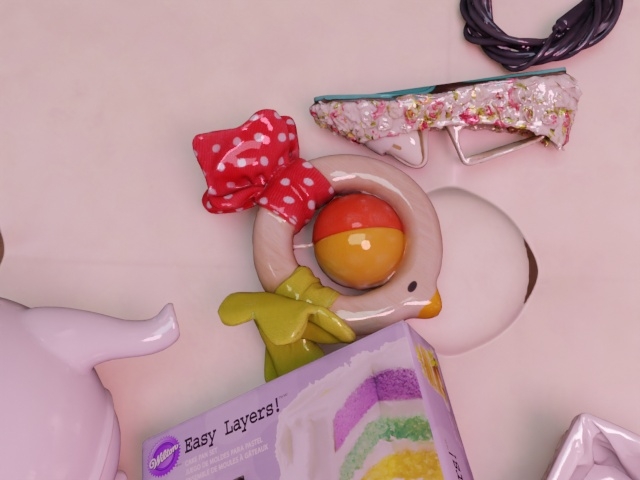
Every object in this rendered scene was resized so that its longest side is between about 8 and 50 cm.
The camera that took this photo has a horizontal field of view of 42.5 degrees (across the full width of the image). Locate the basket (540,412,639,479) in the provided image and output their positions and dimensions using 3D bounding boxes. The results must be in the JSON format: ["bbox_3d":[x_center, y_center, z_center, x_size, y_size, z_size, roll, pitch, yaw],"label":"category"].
[{"bbox_3d":[0.240,0.216,0.613,0.167,0.103,0.113,26,79,12],"label":"basket"}]

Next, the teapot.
[{"bbox_3d":[-0.245,0.179,0.642,0.187,0.256,0.252,26,51,-24],"label":"teapot"}]

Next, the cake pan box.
[{"bbox_3d":[-0.014,0.217,0.584,0.267,0.070,0.246,-27,46,20],"label":"cake pan box"}]

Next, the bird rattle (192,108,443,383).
[{"bbox_3d":[0.000,0.000,0.717,0.207,0.143,0.253,-5,60,-7],"label":"bird rattle"}]

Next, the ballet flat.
[{"bbox_3d":[0.110,-0.103,0.729,0.241,0.091,0.077,-5,94,9],"label":"ballet flat"}]

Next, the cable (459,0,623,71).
[{"bbox_3d":[0.211,-0.237,0.775,0.150,0.047,0.184,11,74,5],"label":"cable"}]
